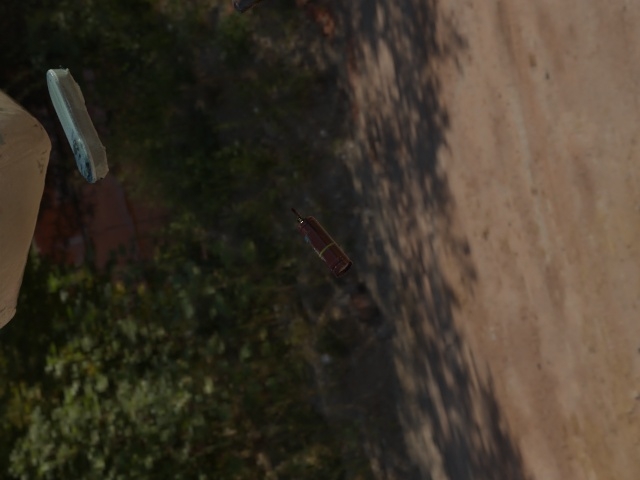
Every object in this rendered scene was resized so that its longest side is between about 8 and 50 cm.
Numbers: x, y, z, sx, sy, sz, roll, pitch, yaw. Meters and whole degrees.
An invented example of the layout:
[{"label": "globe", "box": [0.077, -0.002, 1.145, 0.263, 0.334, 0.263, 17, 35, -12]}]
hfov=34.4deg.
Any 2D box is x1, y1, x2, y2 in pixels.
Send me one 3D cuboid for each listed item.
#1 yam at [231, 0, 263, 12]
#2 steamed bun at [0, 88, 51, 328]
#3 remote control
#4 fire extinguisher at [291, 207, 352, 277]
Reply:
[{"label": "yam", "box": [-0.063, -0.450, 1.762, 0.264, 0.046, 0.046, -18, 83, 44]}, {"label": "steamed bun", "box": [-0.548, -0.039, 1.469, 0.247, 0.236, 0.383, 41, 127, 28]}, {"label": "remote control", "box": [-0.477, -0.227, 2.022, 0.247, 0.052, 0.104, 65, 157, 14]}, {"label": "fire extinguisher", "box": [0.000, 0.000, 1.707, 0.132, 0.039, 0.056, 50, -179, 18]}]
